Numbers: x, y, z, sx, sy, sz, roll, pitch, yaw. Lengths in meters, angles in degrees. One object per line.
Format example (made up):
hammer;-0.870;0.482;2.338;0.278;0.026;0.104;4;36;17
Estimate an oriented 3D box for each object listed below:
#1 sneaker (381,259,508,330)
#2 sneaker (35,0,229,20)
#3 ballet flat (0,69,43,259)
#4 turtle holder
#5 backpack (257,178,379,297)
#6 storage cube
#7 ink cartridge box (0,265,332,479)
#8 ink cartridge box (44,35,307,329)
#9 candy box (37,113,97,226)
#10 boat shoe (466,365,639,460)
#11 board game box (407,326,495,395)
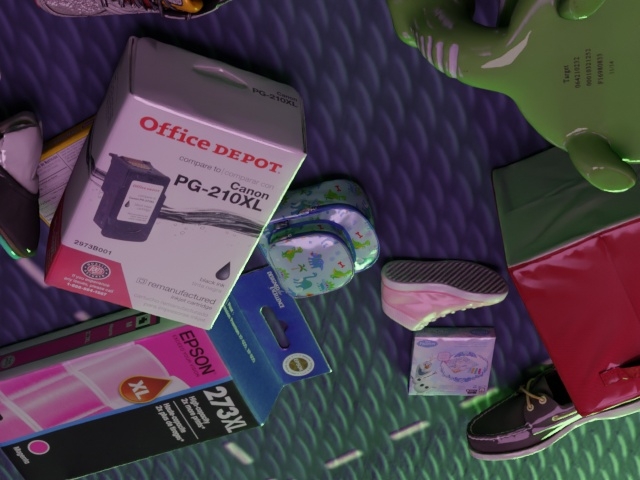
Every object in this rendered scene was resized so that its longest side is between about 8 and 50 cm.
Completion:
sneaker;0.127;0.060;1.463;0.134;0.051;0.070;5;131;-3
sneaker;-0.139;-0.233;1.179;0.225;0.092;0.088;-12;129;7
ballet flat;-0.317;-0.107;1.262;0.096;0.095;0.280;-32;117;4
turtle holder;0.245;-0.184;1.154;0.320;0.227;0.243;-29;126;20
backpack;0.000;0.000;1.384;0.114;0.084;0.105;-18;130;8
storage cube;0.287;0.017;1.337;0.184;0.215;0.193;-22;121;15
ink cartridge box;-0.188;0.155;1.518;0.371;0.069;0.175;-19;128;9
ink cartridge box;-0.137;-0.049;1.290;0.172;0.100;0.237;17;126;-19
candy box;-0.195;-0.077;1.347;0.206;0.027;0.105;-26;123;17
boat shoe;0.263;0.175;1.548;0.228;0.081;0.068;-22;124;6
board game box;0.145;0.135;1.542;0.090;0.020;0.090;1;130;-3
